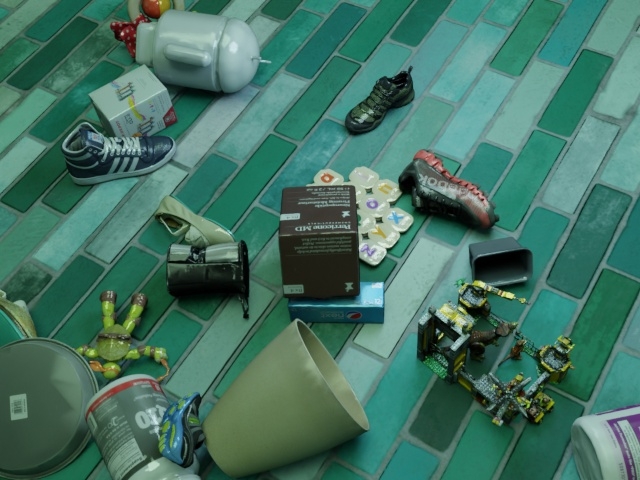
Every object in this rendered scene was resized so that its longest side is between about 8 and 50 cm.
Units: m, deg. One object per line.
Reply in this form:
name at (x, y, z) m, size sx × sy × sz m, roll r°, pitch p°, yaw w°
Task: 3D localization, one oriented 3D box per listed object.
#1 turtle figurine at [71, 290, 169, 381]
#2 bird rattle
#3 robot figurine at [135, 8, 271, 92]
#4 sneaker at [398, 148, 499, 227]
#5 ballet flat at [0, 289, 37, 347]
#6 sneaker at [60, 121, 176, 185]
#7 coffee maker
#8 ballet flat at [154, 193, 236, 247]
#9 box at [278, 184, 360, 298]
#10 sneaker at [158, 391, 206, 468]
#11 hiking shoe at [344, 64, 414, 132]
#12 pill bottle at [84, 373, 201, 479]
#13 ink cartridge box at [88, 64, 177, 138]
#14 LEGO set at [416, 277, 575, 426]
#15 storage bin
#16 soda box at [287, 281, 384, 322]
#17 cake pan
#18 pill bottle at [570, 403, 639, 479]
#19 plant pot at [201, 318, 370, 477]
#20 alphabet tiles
turtle figurine at (-0.461, 0.217, 1.738) m, size 0.269 × 0.087 × 0.217 m, roll -3°, pitch 56°, yaw 4°
bird rattle at (-0.477, -0.648, 2.272) m, size 0.253 × 0.207 × 0.143 m, roll -6°, pitch 37°, yaw -9°
robot figurine at (-0.317, -0.511, 2.146) m, size 0.353 × 0.200 × 0.300 m, roll 10°, pitch 22°, yaw 8°
sneaker at (0.292, -0.101, 1.875) m, size 0.135 × 0.098 × 0.276 m, roll -37°, pitch 58°, yaw -19°
ballet flat at (-0.739, 0.161, 1.800) m, size 0.348 × 0.123 × 0.123 m, roll 26°, pitch 62°, yaw 19°
sneaker at (-0.515, -0.237, 2.012) m, size 0.282 × 0.153 × 0.099 m, roll -17°, pitch 56°, yaw -6°
coffee maker at (-0.255, 0.084, 1.789) m, size 0.178 × 0.120 × 0.171 m, roll -4°, pitch 56°, yaw 3°
ballet flat at (-0.308, -0.027, 1.895) m, size 0.248 × 0.086 × 0.086 m, roll 30°, pitch 63°, yaw 33°
box at (0.000, 0.000, 1.731) m, size 0.168 × 0.167 × 0.203 m, roll -2°, pitch 33°, yaw 2°
sneaker at (-0.256, 0.358, 1.499) m, size 0.067 × 0.078 × 0.188 m, roll -32°, pitch 22°, yaw 14°
hiking shoe at (0.149, -0.374, 2.063) m, size 0.227 × 0.114 × 0.086 m, roll -38°, pitch 60°, yaw -19°
pill bottle at (-0.335, 0.417, 1.545) m, size 0.161 × 0.161 × 0.283 m, roll -29°, pitch 58°, yaw -14°
ink cartridge box at (-0.497, -0.351, 2.104) m, size 0.176 × 0.128 × 0.127 m, roll -33°, pitch 59°, yaw -15°
LEGO set at (0.349, 0.203, 1.603) m, size 0.255 × 0.192 × 0.331 m, roll -33°, pitch 59°, yaw -16°
storage bin at (0.396, 0.047, 1.776) m, size 0.135 × 0.098 × 0.091 m, roll -10°, pitch 28°, yaw 0°
soda box at (0.036, 0.137, 1.753) m, size 0.210 × 0.071 × 0.067 m, roll 1°, pitch 54°, yaw 6°
cake pan at (-0.607, 0.342, 1.634) m, size 0.293 × 0.054 × 0.293 m, roll 0°, pitch 75°, yaw 1°
pill bottle at (0.638, 0.381, 1.469) m, size 0.301 × 0.169 × 0.169 m, roll -11°, pitch 56°, yaw -2°
plant pot at (-0.088, 0.334, 1.547) m, size 0.274 × 0.256 × 0.256 m, roll -34°, pitch 58°, yaw 3°
alphabet tiles at (0.069, -0.058, 1.913) m, size 0.278 × 0.021 × 0.284 m, roll 31°, pitch 64°, yaw 22°
